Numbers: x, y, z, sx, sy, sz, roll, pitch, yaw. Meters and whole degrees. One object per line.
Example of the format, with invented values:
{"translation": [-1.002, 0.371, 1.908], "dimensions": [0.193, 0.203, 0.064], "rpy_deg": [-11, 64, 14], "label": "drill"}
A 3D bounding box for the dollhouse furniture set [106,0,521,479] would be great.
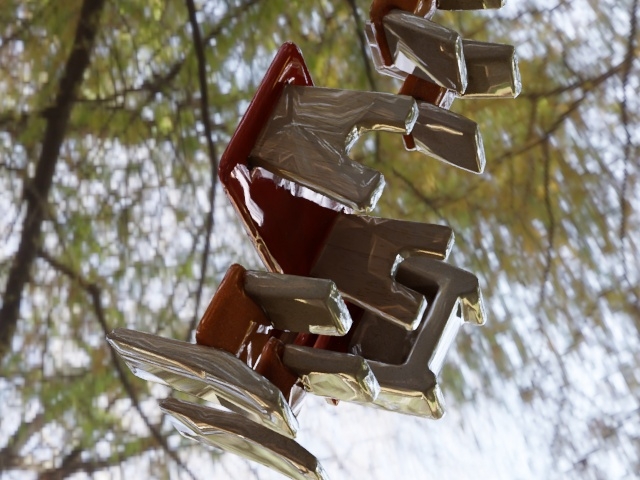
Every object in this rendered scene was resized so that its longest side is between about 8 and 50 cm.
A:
{"translation": [0.000, 0.000, 0.716], "dimensions": [0.135, 0.262, 0.259], "rpy_deg": [16, -25, 23], "label": "dollhouse furniture set"}
